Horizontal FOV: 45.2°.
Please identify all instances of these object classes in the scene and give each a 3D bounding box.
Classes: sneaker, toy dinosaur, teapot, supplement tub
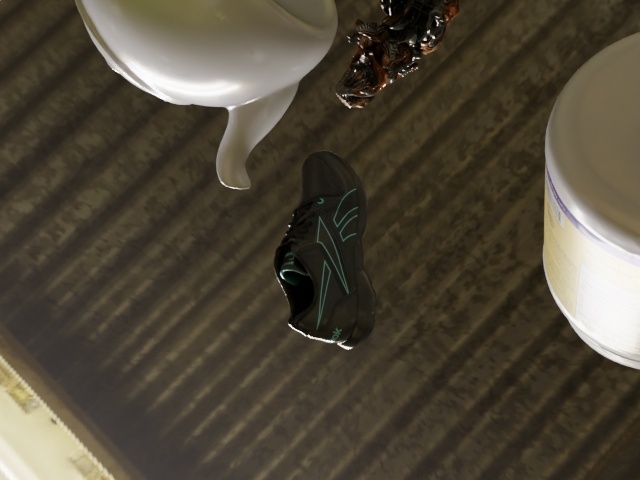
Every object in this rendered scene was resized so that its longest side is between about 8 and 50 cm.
[{"bbox_3d":[0.000,0.000,0.955,0.106,0.101,0.267,8,-120,-30],"label":"sneaker"},{"bbox_3d":[0.140,-0.363,1.264,0.164,0.218,0.322,26,-93,21],"label":"toy dinosaur"},{"bbox_3d":[-0.124,-0.215,0.667,0.187,0.252,0.256,-31,-127,27],"label":"teapot"},{"bbox_3d":[0.345,-0.020,0.759,0.241,0.331,0.241,-7,-119,12],"label":"supplement tub"}]
